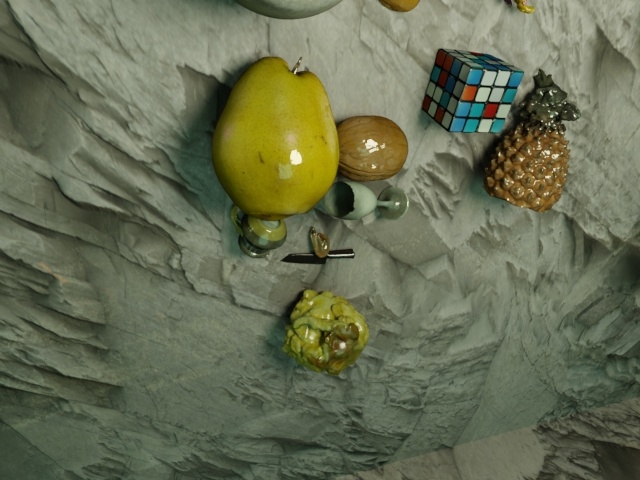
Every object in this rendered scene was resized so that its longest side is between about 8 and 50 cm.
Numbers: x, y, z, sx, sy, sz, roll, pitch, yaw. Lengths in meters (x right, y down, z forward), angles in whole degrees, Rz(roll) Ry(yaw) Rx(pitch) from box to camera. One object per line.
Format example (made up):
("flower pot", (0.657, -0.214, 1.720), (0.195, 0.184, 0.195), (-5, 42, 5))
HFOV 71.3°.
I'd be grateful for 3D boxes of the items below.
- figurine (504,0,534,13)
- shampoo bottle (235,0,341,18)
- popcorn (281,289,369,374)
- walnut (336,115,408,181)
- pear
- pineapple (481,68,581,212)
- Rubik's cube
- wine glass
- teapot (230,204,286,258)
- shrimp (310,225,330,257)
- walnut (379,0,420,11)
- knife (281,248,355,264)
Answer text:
("figurine", (0.478, -0.583, 0.981), (0.156, 0.095, 0.115), (-40, 116, 19))
("shampoo bottle", (-0.055, -0.529, 0.714), (0.322, 0.317, 0.322), (-10, 131, -12))
("popcorn", (0.009, 0.297, 1.426), (0.292, 0.237, 0.293), (-11, 129, -14))
("walnut", (0.115, -0.226, 1.104), (0.207, 0.167, 0.167), (-3, 127, -17))
("pear", (-0.097, -0.213, 0.976), (0.284, 0.285, 0.336), (-12, 124, -8))
("pineapple", (0.587, -0.270, 1.208), (0.222, 0.223, 0.357), (7, 107, -22))
("Rubik's cube", (0.361, -0.360, 1.079), (0.151, 0.155, 0.154), (-2, 128, -16))
("wine glass", (0.077, -0.039, 1.183), (0.264, 0.096, 0.309), (-51, 157, 24))
("teapot", (-0.173, -0.031, 1.203), (0.165, 0.130, 0.119), (37, 130, -2))
("shrimp", (0.000, 0.000, 1.329), (0.059, 0.023, 0.108), (-29, 118, -27))
("walnut", (0.172, -0.536, 0.951), (0.121, 0.052, 0.091), (19, 122, -26))
("knife", (-0.008, 0.055, 1.375), (0.230, 0.028, 0.060), (-2, 140, -13))
